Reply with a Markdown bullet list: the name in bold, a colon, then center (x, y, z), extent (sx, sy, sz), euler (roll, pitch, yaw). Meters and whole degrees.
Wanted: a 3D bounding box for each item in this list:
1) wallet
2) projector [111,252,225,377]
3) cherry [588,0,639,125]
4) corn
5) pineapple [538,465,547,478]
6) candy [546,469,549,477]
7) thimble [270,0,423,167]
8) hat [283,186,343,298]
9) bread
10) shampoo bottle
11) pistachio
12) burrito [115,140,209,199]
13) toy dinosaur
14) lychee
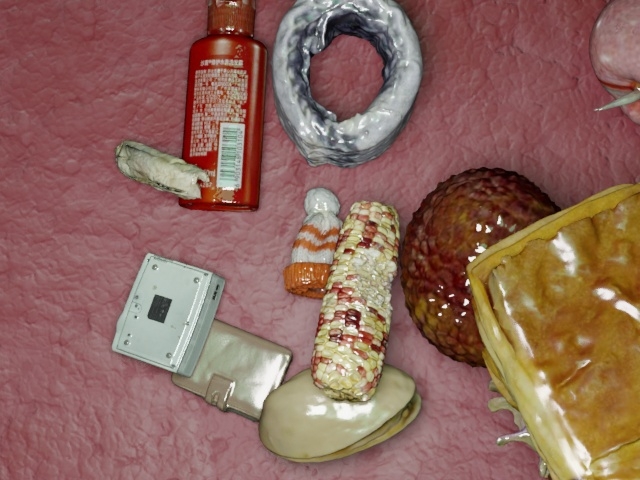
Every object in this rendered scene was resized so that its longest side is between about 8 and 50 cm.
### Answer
- **wallet**: center (-0.126, 0.180, 1.610), extent (0.152, 0.039, 0.118), euler (24, 81, 8)
- **projector**: center (-0.213, 0.102, 1.597), extent (0.115, 0.061, 0.147), euler (16, 80, 23)
- **cherry**: center (0.492, -0.253, 1.578), extent (0.285, 0.213, 0.236), euler (-32, 91, -13)
- **corn**: center (0.053, 0.072, 1.511), extent (0.098, 0.098, 0.290), euler (12, 66, 3)
- **pineapple**: center (0.344, 0.301, 1.594), extent (0.083, 0.019, 0.045), euler (-16, 87, -2)
- **candy**: center (0.495, 0.285, 1.480), extent (0.386, 0.186, 0.427), euler (-20, 67, -8)
- **thimble**: center (0.032, -0.230, 1.609), extent (0.217, 0.157, 0.245), euler (9, 82, 3)
- **hat**: center (0.000, 0.000, 1.612), extent (0.112, 0.093, 0.162), euler (10, 74, -24)
- **bread**: center (0.352, 0.143, 1.316), extent (0.314, 0.191, 0.370), euler (-23, 65, -11)
- **shampoo bottle**: center (-0.137, -0.196, 1.647), extent (0.118, 0.076, 0.314), euler (0, 81, 15)
- **pistachio**: center (0.025, 0.229, 1.554), extent (0.226, 0.136, 0.136), euler (-14, 81, 1)
- **burrito**: center (-0.229, -0.099, 1.613), extent (0.188, 0.045, 0.058), euler (21, 109, 36)
- **toy dinosaur**: center (0.327, 0.225, 1.414), extent (0.251, 0.072, 0.200), euler (-16, 52, 30)
- **lychee**: center (0.222, 0.037, 1.515), extent (0.260, 0.260, 0.260), euler (0, 81, 1)
